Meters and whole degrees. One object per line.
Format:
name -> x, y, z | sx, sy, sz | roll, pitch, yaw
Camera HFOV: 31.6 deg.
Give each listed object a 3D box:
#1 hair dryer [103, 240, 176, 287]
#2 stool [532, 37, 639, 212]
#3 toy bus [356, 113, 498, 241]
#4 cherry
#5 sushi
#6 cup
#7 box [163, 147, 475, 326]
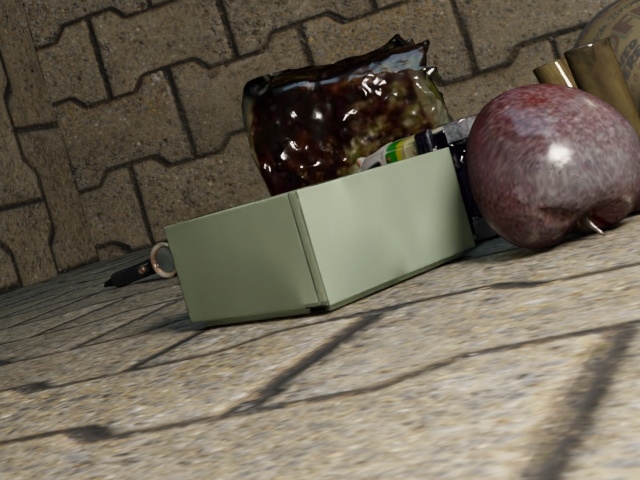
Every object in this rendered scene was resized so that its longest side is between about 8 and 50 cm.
hair dryer -> -0.329, 0.048, 2.224 | 0.255, 0.070, 0.128 | -18, 1, 37
stool -> 0.361, -0.137, 1.229 | 0.272, 0.178, 0.272 | -16, 3, 1
toy bus -> 0.202, -0.086, 1.404 | 0.305, 0.143, 0.179 | -21, 4, -39
cherry -> 0.223, -0.076, 1.078 | 0.176, 0.176, 0.140 | -17, -27, -14
sushi -> 0.060, -0.141, 1.707 | 0.294, 0.299, 0.281 | -17, 26, 9
cup -> 0.445, -0.192, 1.554 | 0.301, 0.227, 0.257 | -35, 15, 12
box -> 0.000, 0.000, 1.192 | 0.225, 0.117, 0.225 | -19, 4, -42
